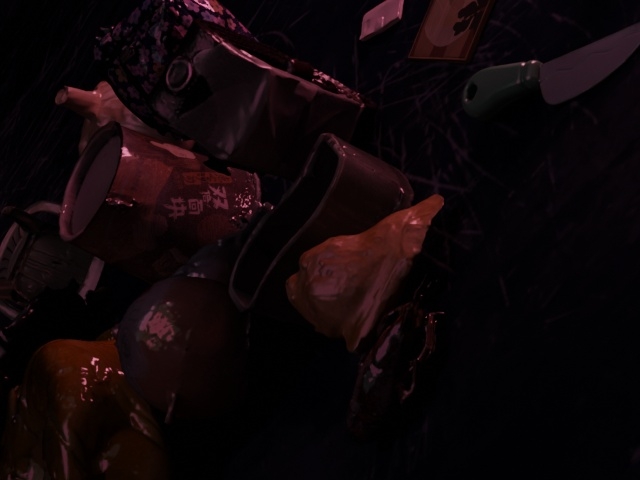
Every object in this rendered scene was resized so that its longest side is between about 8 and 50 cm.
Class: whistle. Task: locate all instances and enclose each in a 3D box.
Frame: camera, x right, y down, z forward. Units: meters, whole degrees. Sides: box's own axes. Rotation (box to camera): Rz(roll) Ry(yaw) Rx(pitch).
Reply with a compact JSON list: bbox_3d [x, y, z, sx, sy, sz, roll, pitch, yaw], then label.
[{"bbox_3d":[-0.142,0.080,2.042,0.189,0.189,0.347,-37,24,44],"label":"whistle"}]

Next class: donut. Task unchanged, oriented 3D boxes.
[{"bbox_3d":[-0.299,0.294,2.125,0.360,0.170,0.360,-171,90,-66],"label":"donut"}]

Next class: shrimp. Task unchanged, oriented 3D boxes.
[{"bbox_3d":[0.078,0.122,1.718,0.075,0.073,0.190,21,98,21],"label":"shrimp"}]

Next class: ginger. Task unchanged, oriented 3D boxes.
[{"bbox_3d":[0.048,0.018,1.791,0.193,0.123,0.115,-56,-16,-7],"label":"ginger"}]

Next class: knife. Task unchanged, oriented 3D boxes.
[{"bbox_3d":[0.235,-0.166,1.714,0.260,0.035,0.063,-14,60,53],"label":"knife"}]

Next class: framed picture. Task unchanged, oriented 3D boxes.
[{"bbox_3d":[0.173,-0.300,1.955,0.136,0.010,0.200,16,82,62],"label":"framed picture"}]

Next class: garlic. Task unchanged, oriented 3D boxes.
[{"bbox_3d":[-0.303,-0.178,2.498,0.219,0.212,0.218,-33,43,38],"label":"garlic"}]

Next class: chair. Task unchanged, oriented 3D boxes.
[{"bbox_3d":[-0.431,0.037,2.591,0.274,0.191,0.203,84,-150,-86],"label":"chair"}]

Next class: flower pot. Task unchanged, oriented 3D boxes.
[{"bbox_3d":[0.000,0.000,1.914,0.229,0.108,0.103,-55,29,22],"label":"flower pot"}]

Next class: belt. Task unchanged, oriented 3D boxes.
[{"bbox_3d":[-0.072,-0.145,1.972,0.184,0.289,0.164,39,104,38],"label":"belt"}]

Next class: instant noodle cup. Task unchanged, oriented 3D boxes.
[{"bbox_3d":[-0.217,-0.040,2.232,0.217,0.207,0.217,-44,33,38],"label":"instant noodle cup"}]

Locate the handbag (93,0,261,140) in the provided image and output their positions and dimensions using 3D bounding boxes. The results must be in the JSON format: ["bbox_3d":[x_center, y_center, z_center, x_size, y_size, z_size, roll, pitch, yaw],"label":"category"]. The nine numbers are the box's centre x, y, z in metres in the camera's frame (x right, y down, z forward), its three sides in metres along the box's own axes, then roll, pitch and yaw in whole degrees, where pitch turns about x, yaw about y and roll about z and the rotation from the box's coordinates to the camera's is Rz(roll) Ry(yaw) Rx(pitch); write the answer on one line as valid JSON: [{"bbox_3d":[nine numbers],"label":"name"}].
[{"bbox_3d":[-0.193,-0.239,2.325,0.208,0.229,0.126,-35,21,38],"label":"handbag"}]

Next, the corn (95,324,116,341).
[{"bbox_3d":[-0.222,0.139,2.231,0.288,0.086,0.086,-19,52,52],"label":"corn"}]

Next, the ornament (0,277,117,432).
[{"bbox_3d":[-0.377,0.153,2.337,0.106,0.251,0.260,31,73,29],"label":"ornament"}]

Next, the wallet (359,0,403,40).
[{"bbox_3d":[0.078,-0.280,2.109,0.083,0.011,0.044,-24,48,52],"label":"wallet"}]
